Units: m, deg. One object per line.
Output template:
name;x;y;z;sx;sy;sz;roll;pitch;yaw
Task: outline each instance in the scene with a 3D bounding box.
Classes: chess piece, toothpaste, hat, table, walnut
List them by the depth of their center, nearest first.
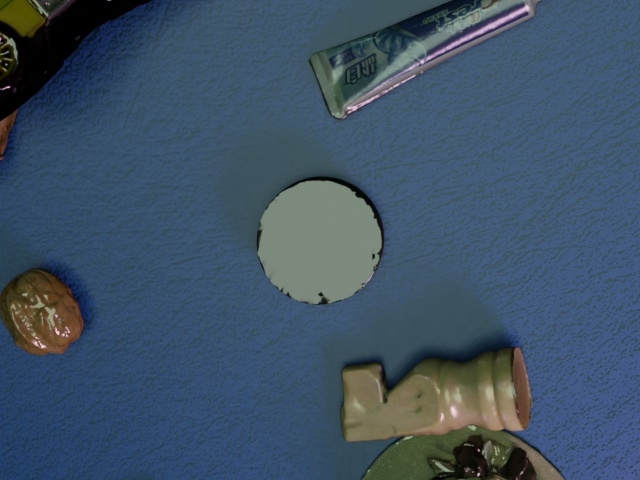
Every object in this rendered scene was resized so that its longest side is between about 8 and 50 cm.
toothpaste;0.120;-0.212;1.518;0.268;0.047;0.069;-24;107;10
hat;0.154;0.328;1.533;0.257;0.130;0.257;0;96;3
chess piece;0.116;0.166;1.549;0.200;0.090;0.090;-8;96;17
table;0.000;0.000;1.549;0.133;0.043;0.134;1;97;5
walnut;-0.298;0.079;1.566;0.079;0.082;0.096;-24;96;35

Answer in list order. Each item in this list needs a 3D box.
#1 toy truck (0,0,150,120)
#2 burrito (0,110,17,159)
toy truck;-0.273;-0.302;1.414;0.405;0.180;0.254;-44;97;-14
burrito;-0.428;-0.118;1.537;0.347;0.107;0.175;-31;92;4
